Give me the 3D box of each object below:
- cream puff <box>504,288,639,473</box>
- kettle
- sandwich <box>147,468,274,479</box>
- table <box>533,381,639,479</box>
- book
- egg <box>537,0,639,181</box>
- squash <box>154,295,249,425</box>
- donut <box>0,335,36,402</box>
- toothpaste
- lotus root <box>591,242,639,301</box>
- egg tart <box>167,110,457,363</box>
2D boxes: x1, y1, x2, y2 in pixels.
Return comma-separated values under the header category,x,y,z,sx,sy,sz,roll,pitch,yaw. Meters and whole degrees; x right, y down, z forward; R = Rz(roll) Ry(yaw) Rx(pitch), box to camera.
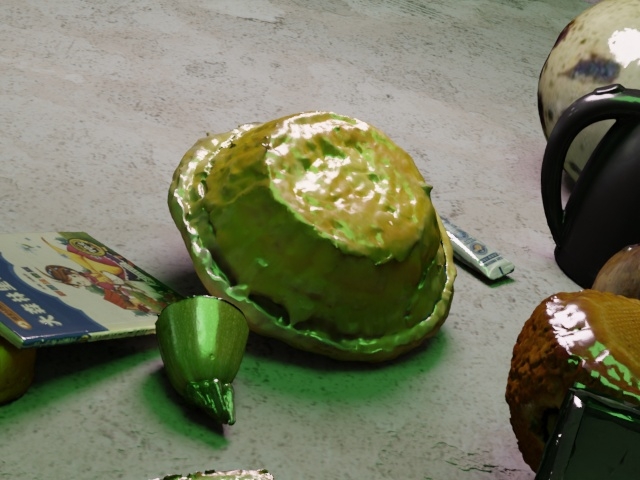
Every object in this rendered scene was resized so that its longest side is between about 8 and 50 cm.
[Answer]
category,x,y,z,sx,sy,sz,roll,pitch,yaw
cream puff,0.329,0.194,1.578,0.303,0.212,0.303,22,23,-10
kettle,0.443,-0.080,2.110,0.268,0.290,0.207,14,26,-1
sandwich,-0.078,0.291,1.302,0.186,0.065,0.214,-3,32,-34
table,0.209,0.334,1.068,0.222,0.335,0.272,21,26,10
book,-0.291,0.048,1.650,0.228,0.018,0.322,30,16,27
egg,0.537,-0.207,2.356,0.345,0.345,0.428,-3,30,-34
squash,-0.126,0.141,1.577,0.105,0.105,0.132,10,44,-14
donut,-0.358,0.111,1.516,0.152,0.058,0.152,14,23,-6
toothpaste,0.168,-0.013,2.101,0.239,0.039,0.062,34,35,30
lotus root,0.462,0.087,1.829,0.272,0.192,0.272,-9,-1,0
egg tart,0.007,-0.029,1.803,0.388,0.169,0.388,16,45,-17
